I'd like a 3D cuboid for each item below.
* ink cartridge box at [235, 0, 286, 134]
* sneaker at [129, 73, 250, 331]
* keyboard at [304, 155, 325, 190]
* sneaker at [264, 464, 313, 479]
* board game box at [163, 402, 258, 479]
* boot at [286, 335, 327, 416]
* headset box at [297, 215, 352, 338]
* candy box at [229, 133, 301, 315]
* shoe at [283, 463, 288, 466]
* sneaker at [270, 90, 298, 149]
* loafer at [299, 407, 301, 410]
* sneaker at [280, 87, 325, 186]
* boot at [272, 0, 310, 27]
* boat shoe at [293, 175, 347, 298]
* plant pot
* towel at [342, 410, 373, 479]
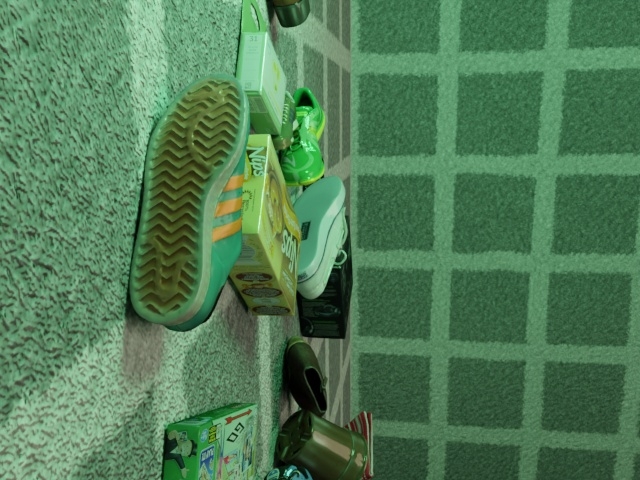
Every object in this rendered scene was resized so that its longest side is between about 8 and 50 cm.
[{"bbox_3d":[-0.104,-0.335,1.122,0.171,0.056,0.235,60,34,-74],"label":"ink cartridge box"},{"bbox_3d":[-0.143,-0.043,0.724,0.121,0.108,0.302,67,34,-73],"label":"sneaker"},{"bbox_3d":[-0.014,-0.129,1.876,0.317,0.033,0.202,83,18,-49],"label":"keyboard"},{"bbox_3d":[-0.088,0.535,1.207,0.330,0.129,0.147,15,53,-75],"label":"sneaker"},{"bbox_3d":[-0.154,0.358,0.889,0.317,0.046,0.214,52,39,-78],"label":"board game box"},{"bbox_3d":[-0.023,0.369,1.484,0.207,0.090,0.249,-131,-156,-70],"label":"boot"},{"bbox_3d":[0.015,0.093,1.743,0.246,0.131,0.283,-78,167,-52],"label":"headset box"},{"bbox_3d":[-0.102,-0.012,1.045,0.316,0.087,0.183,76,16,-60],"label":"candy box"},{"bbox_3d":[-0.066,0.541,1.497,0.178,0.063,0.081,-84,171,-65],"label":"shoe"},{"bbox_3d":[-0.086,-0.251,1.247,0.192,0.064,0.086,-77,160,-63],"label":"sneaker"},{"bbox_3d":[-0.041,0.505,1.731,0.045,0.039,0.125,39,52,-81],"label":"loafer"},{"bbox_3d":[-0.052,-0.237,1.394,0.124,0.109,0.296,66,19,-46],"label":"sneaker"},{"bbox_3d":[-0.080,-0.626,1.257,0.280,0.096,0.264,73,26,-44],"label":"boot"},{"bbox_3d":[0.008,0.000,1.541,0.367,0.135,0.156,-77,148,-45],"label":"boat shoe"},{"bbox_3d":[-0.005,0.487,1.422,0.165,0.167,0.167,39,37,-25],"label":"plant pot"},{"bbox_3d":[0.023,0.559,1.514,0.031,0.275,0.199,40,26,-21],"label":"towel"}]
